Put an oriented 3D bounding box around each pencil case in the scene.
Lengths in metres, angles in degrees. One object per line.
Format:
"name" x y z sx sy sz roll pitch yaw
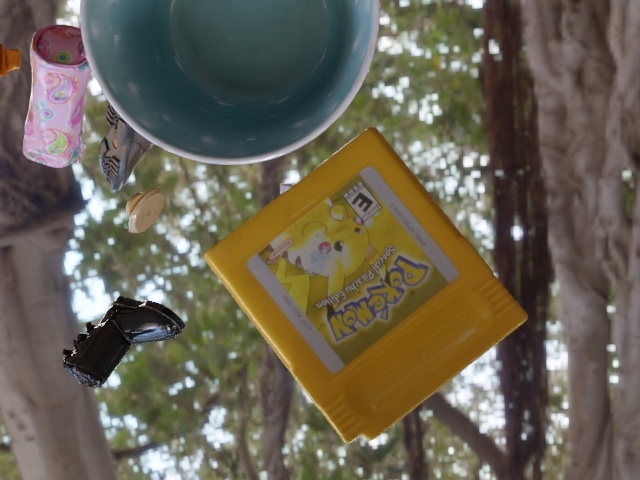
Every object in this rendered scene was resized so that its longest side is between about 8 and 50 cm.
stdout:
"pencil case" -0.481 -0.259 2.253 0.124 0.284 0.124 8 -133 -9

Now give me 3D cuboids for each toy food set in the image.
"toy food set" -0.271 -0.046 1.885 0.020 0.083 0.083 33 -138 17

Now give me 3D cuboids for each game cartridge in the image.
"game cartridge" 0.056 0.060 1.570 0.285 0.053 0.324 -38 -102 -4

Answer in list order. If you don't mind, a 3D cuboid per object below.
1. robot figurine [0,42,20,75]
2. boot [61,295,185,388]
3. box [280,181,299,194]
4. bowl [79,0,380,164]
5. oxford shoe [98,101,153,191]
"robot figurine" -0.448 -0.262 1.544 0.085 0.211 0.291 -1 -178 -26
"boot" -0.206 0.108 1.261 0.121 0.045 0.099 8 -129 45
"box" 0.000 0.000 1.898 0.145 0.186 0.038 -9 -166 -42
"bowl" -0.087 -0.240 1.323 0.311 0.312 0.163 -4 -175 6
"oxford shoe" -0.315 -0.160 2.061 0.096 0.227 0.083 -18 -113 -31
